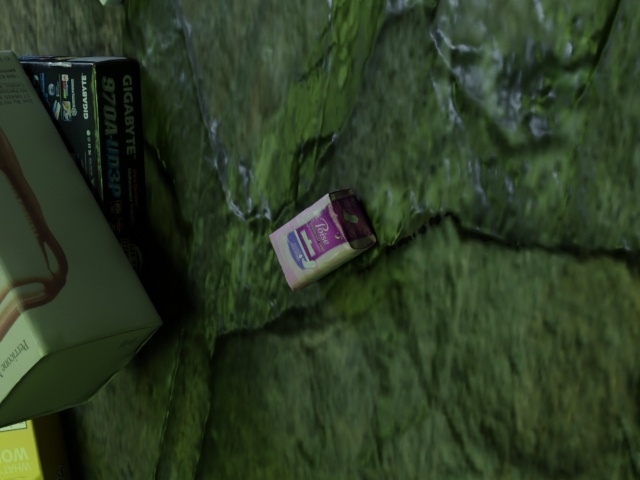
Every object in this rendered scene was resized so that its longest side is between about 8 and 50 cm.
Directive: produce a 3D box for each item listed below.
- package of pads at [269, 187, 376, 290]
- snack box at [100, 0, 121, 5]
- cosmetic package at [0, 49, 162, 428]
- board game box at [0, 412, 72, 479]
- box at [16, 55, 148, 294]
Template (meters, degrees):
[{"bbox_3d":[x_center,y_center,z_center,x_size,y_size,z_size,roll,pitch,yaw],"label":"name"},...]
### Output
[{"bbox_3d":[0.000,0.000,1.015,0.083,0.032,0.050,-33,78,43],"label":"package of pads"},{"bbox_3d":[-0.153,-0.281,1.110,0.178,0.022,0.064,-49,64,39],"label":"snack box"},{"bbox_3d":[-0.282,-0.003,1.147,0.153,0.129,0.296,-46,68,38],"label":"cosmetic package"},{"bbox_3d":[-0.360,0.299,1.330,0.242,0.064,0.316,-10,92,14],"label":"board game box"},{"bbox_3d":[-0.235,-0.058,1.218,0.175,0.051,0.220,8,104,43],"label":"box"}]
